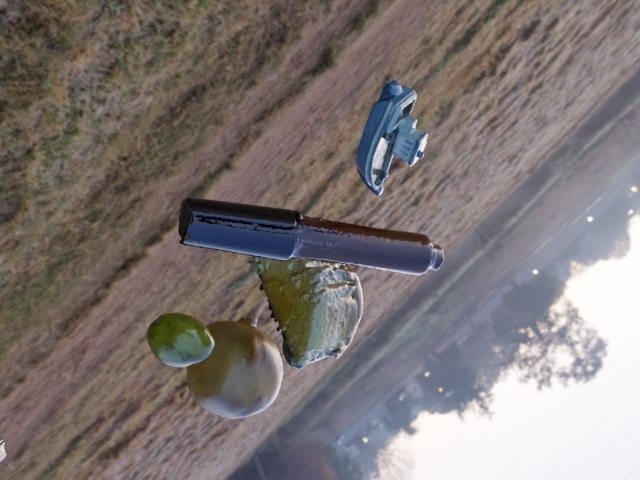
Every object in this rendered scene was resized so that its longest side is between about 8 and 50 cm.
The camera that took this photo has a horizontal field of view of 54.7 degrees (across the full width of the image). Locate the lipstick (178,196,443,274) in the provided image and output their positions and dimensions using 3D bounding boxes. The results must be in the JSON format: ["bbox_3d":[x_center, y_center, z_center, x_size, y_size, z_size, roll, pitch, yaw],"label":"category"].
[{"bbox_3d":[0.000,0.000,0.921,0.418,0.077,0.077,9,141,-23],"label":"lipstick"}]

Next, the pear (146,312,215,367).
[{"bbox_3d":[-0.269,0.193,1.188,0.107,0.131,0.107,-42,-153,28],"label":"pear"}]

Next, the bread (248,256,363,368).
[{"bbox_3d":[-0.007,0.109,1.256,0.162,0.262,0.204,-33,163,30],"label":"bread"}]

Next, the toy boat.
[{"bbox_3d":[0.124,-0.161,1.053,0.088,0.102,0.215,-43,160,-43],"label":"toy boat"}]

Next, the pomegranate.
[{"bbox_3d":[-0.191,0.287,1.375,0.233,0.233,0.233,-40,167,-11],"label":"pomegranate"}]

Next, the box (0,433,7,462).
[{"bbox_3d":[-0.633,0.360,1.007,0.148,0.129,0.210,-27,-176,4],"label":"box"}]
